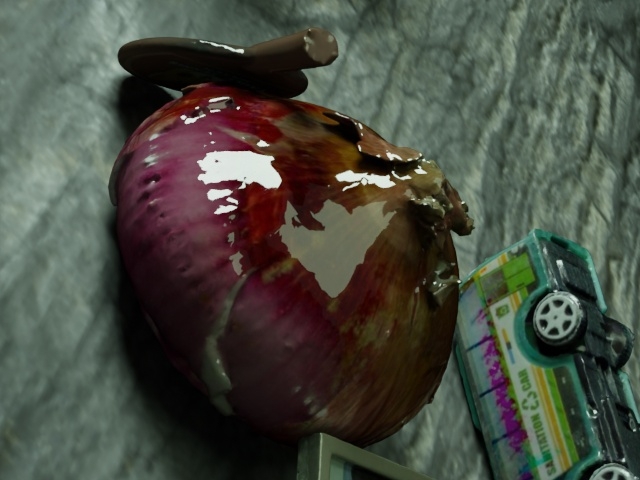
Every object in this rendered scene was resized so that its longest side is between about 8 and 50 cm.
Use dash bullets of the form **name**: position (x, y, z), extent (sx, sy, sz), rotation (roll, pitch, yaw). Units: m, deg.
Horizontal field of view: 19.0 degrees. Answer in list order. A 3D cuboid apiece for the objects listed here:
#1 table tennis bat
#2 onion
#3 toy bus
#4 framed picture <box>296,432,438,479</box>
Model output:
- **table tennis bat**: position (-0.039, -0.147, 1.079), extent (0.107, 0.170, 0.119), rotation (13, 81, -33)
- **onion**: position (0.000, 0.000, 1.037), extent (0.230, 0.163, 0.230), rotation (28, 43, -30)
- **toy bus**: position (0.159, 0.126, 1.213), extent (0.091, 0.109, 0.262), rotation (22, 47, -49)
- **framed picture**: position (0.037, 0.214, 0.985), extent (0.150, 0.015, 0.203), rotation (28, 56, -43)
